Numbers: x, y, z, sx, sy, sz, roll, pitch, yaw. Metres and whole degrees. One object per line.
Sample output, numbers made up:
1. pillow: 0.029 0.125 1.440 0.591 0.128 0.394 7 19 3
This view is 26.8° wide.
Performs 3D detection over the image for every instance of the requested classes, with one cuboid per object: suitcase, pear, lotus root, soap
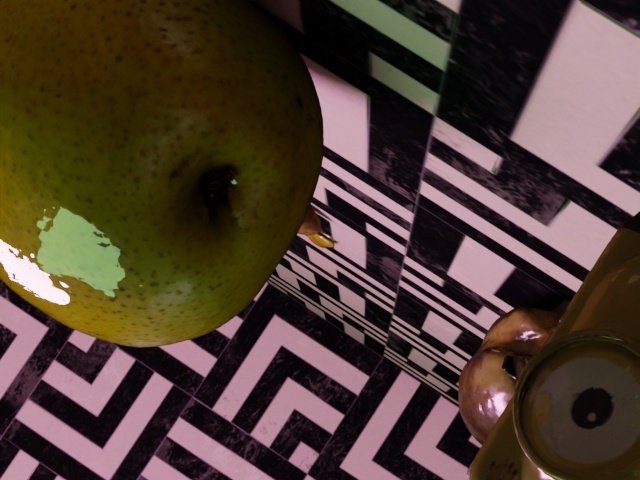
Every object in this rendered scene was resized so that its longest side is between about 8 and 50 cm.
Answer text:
1. suitcase: 0.201 0.097 0.680 0.194 0.235 0.143 29 172 35
2. pear: -0.129 -0.067 0.957 0.294 0.294 0.294 33 173 4
3. lotus root: 0.221 0.151 1.344 0.160 0.152 0.275 24 174 6
4. soap: 0.000 0.000 1.897 0.034 0.012 0.089 34 173 -7

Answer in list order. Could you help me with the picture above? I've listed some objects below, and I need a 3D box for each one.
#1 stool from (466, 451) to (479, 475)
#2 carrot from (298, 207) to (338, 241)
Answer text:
1. stool: 0.396 0.357 1.913 0.270 0.170 0.244 38 173 -37
2. carrot: -0.104 -0.071 1.683 0.298 0.078 0.078 31 174 -13
